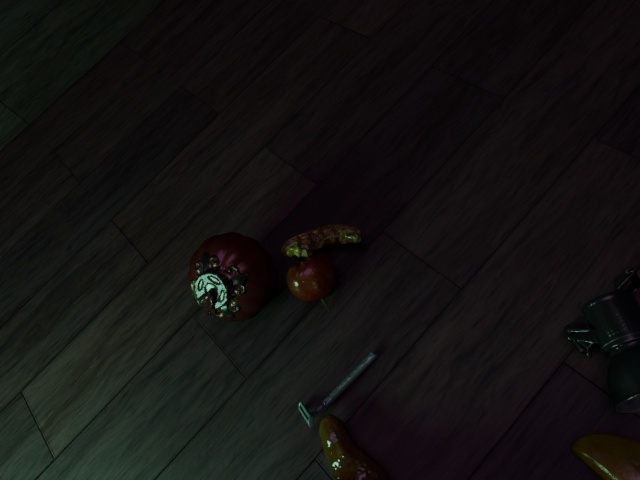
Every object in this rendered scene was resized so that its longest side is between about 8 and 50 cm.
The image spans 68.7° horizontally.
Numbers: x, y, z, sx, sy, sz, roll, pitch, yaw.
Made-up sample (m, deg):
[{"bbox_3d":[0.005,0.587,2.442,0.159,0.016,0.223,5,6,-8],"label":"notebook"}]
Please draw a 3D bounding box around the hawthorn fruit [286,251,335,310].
[{"bbox_3d":[-0.019,0.095,1.139,0.125,0.125,0.140,-27,58,5],"label":"hawthorn fruit"}]

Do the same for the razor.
[{"bbox_3d":[0.046,0.328,1.047,0.211,0.036,0.084,-37,15,-11],"label":"razor"}]

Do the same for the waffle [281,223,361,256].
[{"bbox_3d":[0.000,-0.004,1.167,0.194,0.051,0.149,-18,12,-33],"label":"waffle"}]

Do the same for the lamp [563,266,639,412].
[{"bbox_3d":[0.571,0.191,0.888,0.172,0.147,0.228,-34,46,28],"label":"lamp"}]

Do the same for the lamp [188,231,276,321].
[{"bbox_3d":[-0.221,0.093,1.157,0.226,0.227,0.227,-8,62,15],"label":"lamp"}]

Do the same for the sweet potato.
[{"bbox_3d":[0.100,0.493,0.908,0.106,0.095,0.354,-18,50,-43],"label":"sweet potato"}]

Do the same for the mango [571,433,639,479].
[{"bbox_3d":[0.547,0.400,0.823,0.187,0.066,0.101,22,72,36],"label":"mango"}]
